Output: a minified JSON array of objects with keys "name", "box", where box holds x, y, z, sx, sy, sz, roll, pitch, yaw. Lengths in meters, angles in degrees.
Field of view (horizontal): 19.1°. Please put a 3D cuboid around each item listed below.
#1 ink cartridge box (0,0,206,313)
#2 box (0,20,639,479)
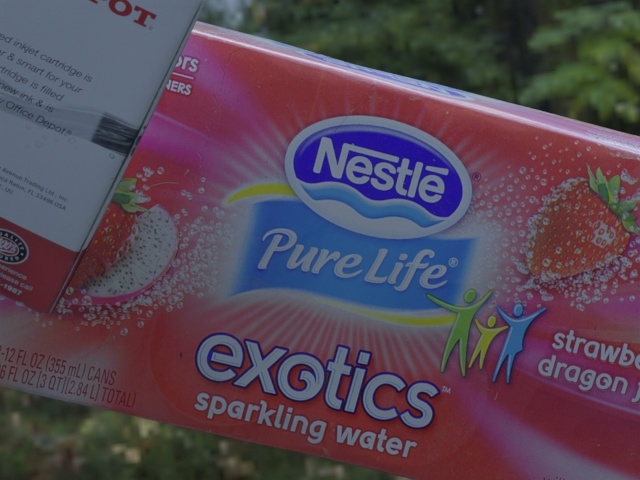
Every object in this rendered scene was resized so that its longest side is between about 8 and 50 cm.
[{"name":"ink cartridge box","box":[-0.100,-0.058,0.607,0.099,0.135,0.056,27,33,-6]},{"name":"box","box":[0.000,0.000,0.776,0.300,0.154,0.142,15,6,-11]}]
